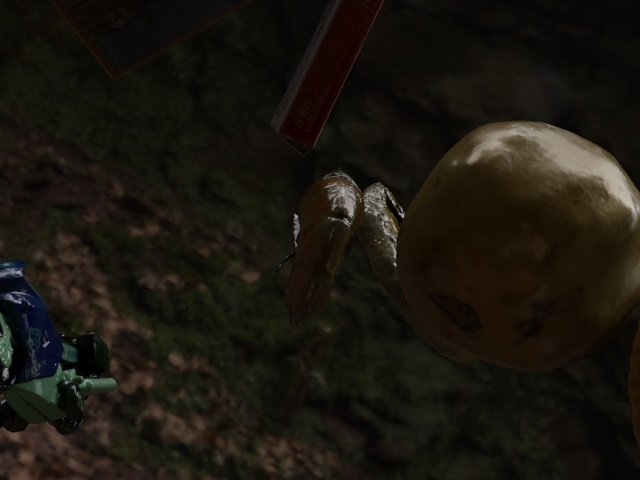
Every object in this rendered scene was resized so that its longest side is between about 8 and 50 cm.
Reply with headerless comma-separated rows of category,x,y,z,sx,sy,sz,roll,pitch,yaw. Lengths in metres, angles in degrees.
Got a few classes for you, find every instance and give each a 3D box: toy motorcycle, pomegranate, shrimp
toy motorcycle,-0.387,0.143,1.629,0.125,0.196,0.331,-13,-24,8
pomegranate,0.261,0.002,1.591,0.332,0.332,0.332,23,-19,8
shrimp,-0.002,0.000,0.931,0.051,0.115,0.217,27,12,-6

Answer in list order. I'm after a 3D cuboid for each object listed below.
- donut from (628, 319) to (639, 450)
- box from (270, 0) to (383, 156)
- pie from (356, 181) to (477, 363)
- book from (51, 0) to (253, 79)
donut,0.414,0.147,0.895,0.435,0.163,0.377,44,-48,12
box,0.008,-0.215,1.466,0.050,0.229,0.123,25,5,-9
pie,0.151,0.051,1.884,0.339,0.077,0.339,53,9,-13
book,-0.228,-0.374,1.316,0.262,0.028,0.374,-26,-59,18
